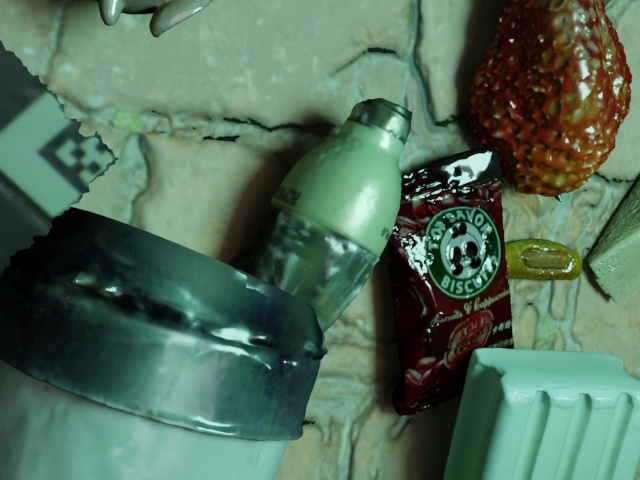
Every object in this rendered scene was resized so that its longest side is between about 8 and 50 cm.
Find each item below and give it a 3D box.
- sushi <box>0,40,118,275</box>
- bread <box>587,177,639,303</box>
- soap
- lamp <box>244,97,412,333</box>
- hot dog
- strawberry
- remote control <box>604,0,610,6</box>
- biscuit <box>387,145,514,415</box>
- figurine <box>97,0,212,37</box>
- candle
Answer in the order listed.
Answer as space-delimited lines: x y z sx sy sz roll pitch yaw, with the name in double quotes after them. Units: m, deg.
-0.344 -0.083 0.487 0.296 0.100 0.373 -44 116 2 "sushi"
0.353 -0.018 1.013 0.152 0.105 0.077 -35 120 11 "bread"
0.198 0.240 0.862 0.160 0.087 0.265 4 108 -18 "soap"
0.000 0.000 0.730 0.101 0.101 0.250 27 88 -34 "lamp"
0.216 0.019 0.924 0.137 0.028 0.044 6 87 -33 "hot dog"
0.224 -0.138 0.831 0.175 0.107 0.236 -36 127 -5 "strawberry"
0.192 -0.354 0.826 0.128 0.066 0.335 -48 120 -20 "remote control"
0.113 0.043 0.837 0.151 0.063 0.235 -20 108 -30 "biscuit"
-0.123 -0.207 0.609 0.125 0.125 0.138 -44 109 -20 "figurine"
-0.143 0.165 0.591 0.221 0.221 0.342 23 86 -34 "candle"
